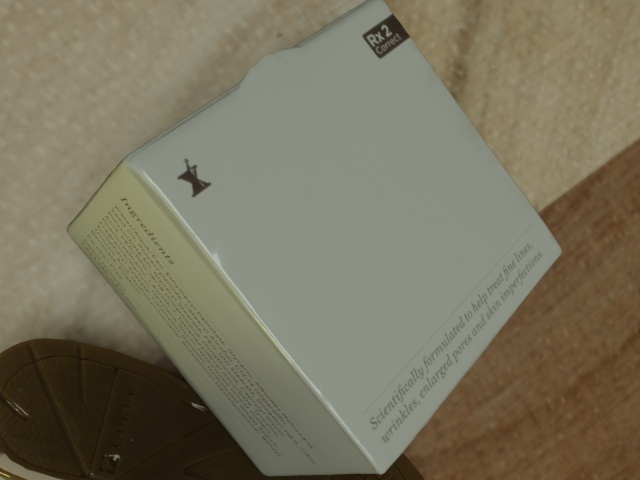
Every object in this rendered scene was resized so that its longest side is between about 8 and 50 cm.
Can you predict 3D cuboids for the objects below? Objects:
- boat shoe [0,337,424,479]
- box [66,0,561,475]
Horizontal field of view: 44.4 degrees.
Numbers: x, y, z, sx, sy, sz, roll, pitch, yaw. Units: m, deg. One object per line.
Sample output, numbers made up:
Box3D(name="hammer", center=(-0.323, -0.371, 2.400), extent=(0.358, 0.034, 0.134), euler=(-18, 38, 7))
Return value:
Box3D(name="boat shoe", center=(-0.065, 0.136, 0.472), extent=(0.285, 0.089, 0.104), euler=(25, 60, -14))
Box3D(name="box", center=(0.000, 0.000, 0.425), extent=(0.181, 0.119, 0.182), euler=(-41, 98, -33))
